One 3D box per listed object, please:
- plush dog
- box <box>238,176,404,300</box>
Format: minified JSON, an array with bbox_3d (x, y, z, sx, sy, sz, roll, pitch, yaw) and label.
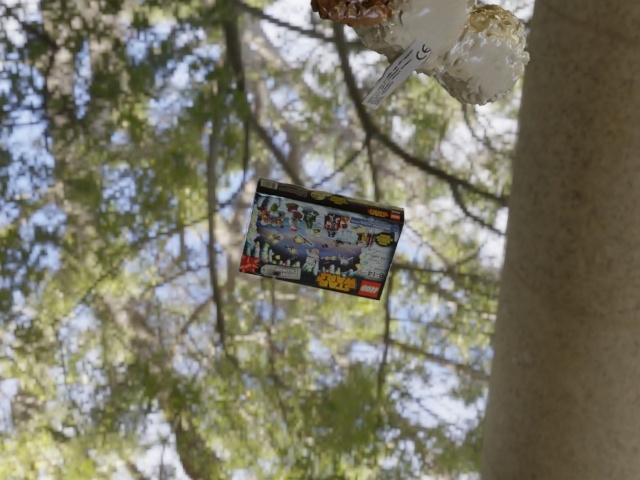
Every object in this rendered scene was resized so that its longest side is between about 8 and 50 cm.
[{"bbox_3d":[0.055,-0.252,0.926,0.210,0.262,0.225,-13,-136,-18],"label":"plush dog"},{"bbox_3d":[0.000,0.000,1.021,0.137,0.094,0.027,11,-143,-4],"label":"box"}]
